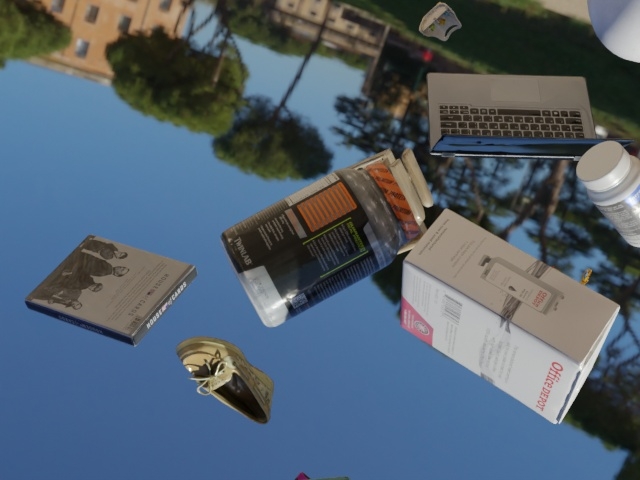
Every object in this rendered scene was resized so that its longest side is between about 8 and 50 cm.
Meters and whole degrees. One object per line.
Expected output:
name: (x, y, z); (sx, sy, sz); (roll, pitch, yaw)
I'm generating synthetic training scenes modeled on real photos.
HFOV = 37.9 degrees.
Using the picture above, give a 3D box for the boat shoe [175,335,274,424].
boat shoe: (-0.192, 0.293, 1.959); (0.285, 0.104, 0.089); (39, -149, -39)

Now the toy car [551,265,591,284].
toy car: (0.438, 0.058, 1.687); (0.122, 0.041, 0.060); (-14, -140, -39)

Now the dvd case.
dvd case: (-0.353, 0.079, 1.572); (0.238, 0.030, 0.179); (15, -133, 27)

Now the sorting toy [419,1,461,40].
sorting toy: (0.273, -0.482, 2.076); (0.075, 0.083, 0.045); (35, -149, -28)

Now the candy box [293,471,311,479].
candy box: (-0.005, 0.654, 2.068); (0.233, 0.071, 0.159); (38, -118, 14)

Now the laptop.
laptop: (0.437, -0.295, 2.034); (0.381, 0.236, 0.408); (2, -126, 1)

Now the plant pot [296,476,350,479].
plant pot: (-0.001, 0.544, 1.662); (0.165, 0.234, 0.165); (-2, -148, -11)

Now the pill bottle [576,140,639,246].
pill bottle: (0.390, -0.060, 1.188); (0.137, 0.078, 0.078); (41, -177, -29)

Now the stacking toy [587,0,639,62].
stacking toy: (0.378, -0.334, 0.707); (0.350, 0.480, 0.350); (41, 178, 2)

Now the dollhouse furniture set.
dollhouse furniture set: (0.110, -0.041, 2.261); (0.257, 0.362, 0.394); (64, -158, -8)

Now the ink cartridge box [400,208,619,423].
ink cartridge box: (0.262, 0.112, 1.343); (0.283, 0.117, 0.207); (31, 154, 21)

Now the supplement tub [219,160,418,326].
supplement tub: (0.000, 0.000, 1.633); (0.194, 0.316, 0.193); (62, 177, 6)
